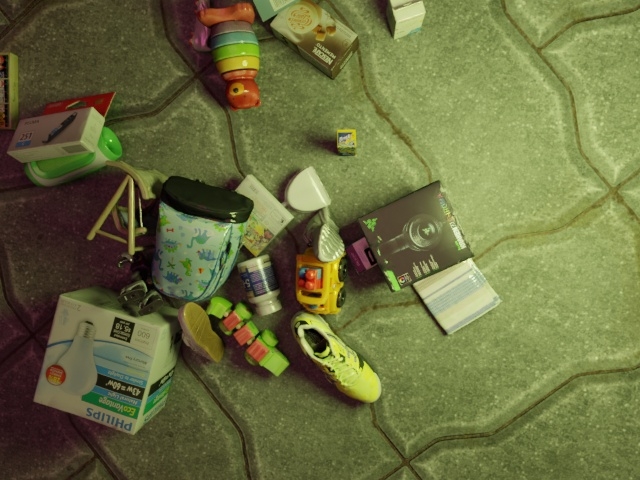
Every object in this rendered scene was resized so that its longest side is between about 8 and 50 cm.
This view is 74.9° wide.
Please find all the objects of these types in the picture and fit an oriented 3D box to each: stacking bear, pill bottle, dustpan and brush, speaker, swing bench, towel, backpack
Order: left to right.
[{"bbox_3d":[-0.840,-0.282,1.424,0.296,0.131,0.131,-20,91,6],"label":"speaker"},{"bbox_3d":[-0.575,-0.105,1.342,0.165,0.253,0.255,19,95,4],"label":"swing bench"},{"bbox_3d":[-0.396,0.019,1.334,0.290,0.273,0.356,19,124,-3],"label":"backpack"},{"bbox_3d":[-0.267,-0.570,1.340,0.175,0.164,0.289,-7,103,5],"label":"stacking bear"},{"bbox_3d":[-0.196,0.149,1.387,0.111,0.112,0.187,-19,90,6],"label":"pill bottle"},{"bbox_3d":[-0.089,-0.138,1.397,0.211,0.060,0.147,-28,100,0],"label":"dustpan and brush"},{"bbox_3d":[0.424,0.143,1.366,0.209,0.034,0.285,-35,87,8],"label":"towel"}]

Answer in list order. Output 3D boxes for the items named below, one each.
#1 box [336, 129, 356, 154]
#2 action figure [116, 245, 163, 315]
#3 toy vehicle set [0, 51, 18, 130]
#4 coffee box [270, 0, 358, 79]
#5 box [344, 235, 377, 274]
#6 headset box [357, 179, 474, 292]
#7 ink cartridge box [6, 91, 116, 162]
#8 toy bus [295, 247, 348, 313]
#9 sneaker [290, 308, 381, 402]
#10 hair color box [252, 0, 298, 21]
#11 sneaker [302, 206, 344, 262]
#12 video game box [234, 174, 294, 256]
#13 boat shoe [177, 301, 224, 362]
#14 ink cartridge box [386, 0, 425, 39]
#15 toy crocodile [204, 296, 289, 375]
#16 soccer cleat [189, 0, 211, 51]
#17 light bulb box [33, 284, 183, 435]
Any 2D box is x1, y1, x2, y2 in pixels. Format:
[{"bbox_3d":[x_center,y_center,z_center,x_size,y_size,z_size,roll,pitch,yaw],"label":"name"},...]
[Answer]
[{"bbox_3d":[0.083,-0.303,1.309,0.059,0.169,0.054,0,92,5],"label":"box"},{"bbox_3d":[-0.591,0.127,1.360,0.099,0.285,0.185,-31,122,-10],"label":"action figure"},{"bbox_3d":[-1.165,-0.528,1.488,0.165,0.035,0.267,1,93,5],"label":"toy vehicle set"},{"bbox_3d":[-0.017,-0.652,1.337,0.246,0.098,0.141,39,95,3],"label":"coffee box"},{"bbox_3d":[0.206,0.007,1.366,0.244,0.060,0.101,-29,90,6],"label":"box"},{"bbox_3d":[0.269,-0.008,1.263,0.283,0.131,0.246,-24,90,6],"label":"headset box"},{"bbox_3d":[-0.847,-0.392,1.372,0.296,0.066,0.261,-4,64,14],"label":"ink cartridge box"},{"bbox_3d":[-0.013,0.138,1.305,0.149,0.211,0.220,5,99,18],"label":"toy bus"},{"bbox_3d":[0.040,0.393,1.359,0.384,0.147,0.145,43,94,1],"label":"sneaker"},{"bbox_3d":[-0.183,-0.885,1.285,0.185,0.113,0.375,-27,72,6],"label":"hair color box"},{"bbox_3d":[0.000,0.000,1.294,0.115,0.281,0.105,-33,109,16],"label":"sneaker"},{"bbox_3d":[-0.222,-0.082,1.394,0.205,0.048,0.187,46,107,2],"label":"video game box"},{"bbox_3d":[-0.411,0.307,1.369,0.096,0.098,0.277,0,131,19],"label":"boat shoe"},{"bbox_3d":[0.260,-0.704,1.285,0.092,0.143,0.090,-17,91,6],"label":"ink cartridge box"},{"bbox_3d":[-0.244,0.318,1.403,0.115,0.105,0.340,-43,89,6],"label":"toy crocodile"},{"bbox_3d":[-0.383,-0.727,1.392,0.076,0.068,0.196,10,95,-10],"label":"soccer cleat"},{"bbox_3d":[-0.681,0.381,1.390,0.357,0.225,0.361,15,93,4],"label":"light bulb box"}]
